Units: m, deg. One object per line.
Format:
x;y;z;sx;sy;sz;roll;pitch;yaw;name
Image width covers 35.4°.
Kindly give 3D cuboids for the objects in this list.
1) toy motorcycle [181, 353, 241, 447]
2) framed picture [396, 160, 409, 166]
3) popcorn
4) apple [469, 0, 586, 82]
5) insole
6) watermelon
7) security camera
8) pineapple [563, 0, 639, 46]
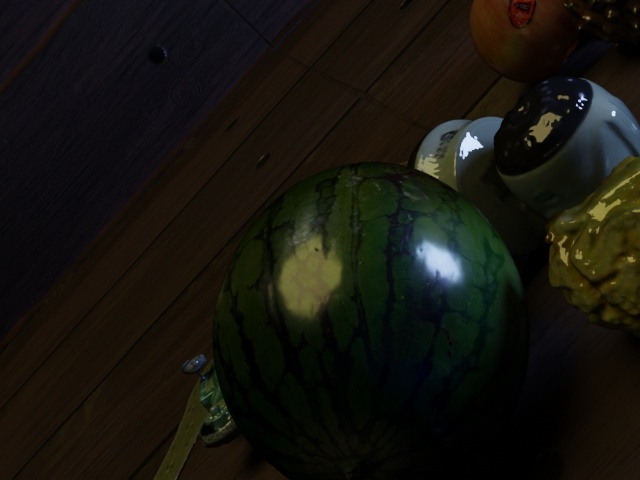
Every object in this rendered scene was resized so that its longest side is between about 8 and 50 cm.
-0.102;0.190;1.486;0.198;0.109;0.296;-36;15;3;toy motorcycle
0.000;0.000;1.674;0.335;0.022;0.247;-50;19;-25;framed picture
0.308;0.006;0.921;0.185;0.167;0.187;-54;18;-16;popcorn
0.318;-0.335;1.470;0.209;0.164;0.209;-45;-6;-6;apple
-0.209;0.292;1.662;0.109;0.007;0.322;-28;28;44;insole
0.051;0.096;1.039;0.363;0.363;0.363;-40;22;20;watermelon
0.246;-0.076;1.152;0.277;0.191;0.197;-19;34;50;security camera
0.463;-0.353;1.235;0.361;0.175;0.175;-13;40;56;pineapple
